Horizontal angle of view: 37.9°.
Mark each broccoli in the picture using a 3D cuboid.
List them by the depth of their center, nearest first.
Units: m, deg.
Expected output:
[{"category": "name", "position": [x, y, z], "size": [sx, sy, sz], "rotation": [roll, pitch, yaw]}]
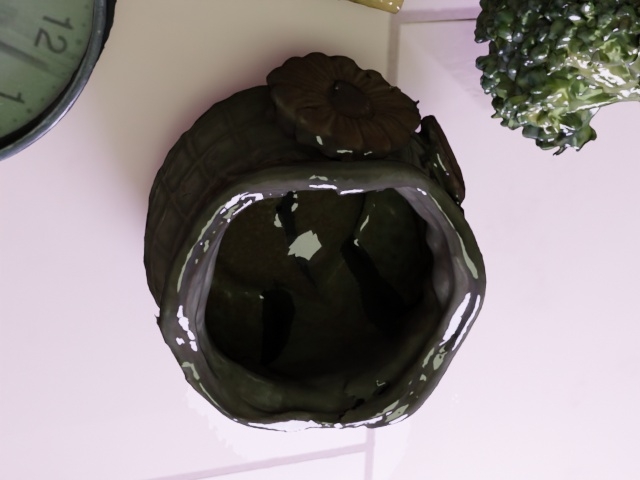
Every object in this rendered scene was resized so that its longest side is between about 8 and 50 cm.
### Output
[{"category": "broccoli", "position": [0.276, -0.198, 0.764], "size": [0.288, 0.248, 0.245], "rotation": [-13, 145, 45]}]

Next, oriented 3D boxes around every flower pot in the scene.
[{"category": "flower pot", "position": [0.000, 0.000, 0.794], "size": [0.301, 0.213, 0.302], "rotation": [-7, 121, -12]}]

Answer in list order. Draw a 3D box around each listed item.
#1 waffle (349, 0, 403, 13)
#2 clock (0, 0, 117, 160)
[{"category": "waffle", "position": [0.021, -0.317, 0.711], "size": [0.168, 0.057, 0.274], "rotation": [9, 116, -20]}, {"category": "clock", "position": [-0.304, -0.190, 0.658], "size": [0.318, 0.066, 0.319], "rotation": [-4, 124, -7]}]
